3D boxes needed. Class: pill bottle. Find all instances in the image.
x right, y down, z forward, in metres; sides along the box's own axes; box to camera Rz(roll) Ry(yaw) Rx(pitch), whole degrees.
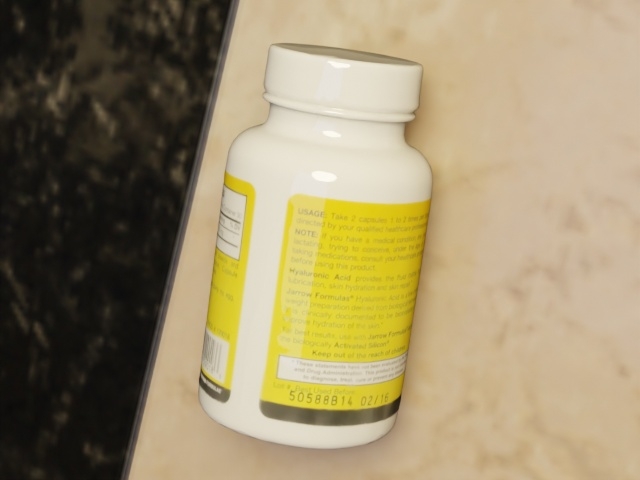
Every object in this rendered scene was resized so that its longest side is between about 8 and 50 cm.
[{"bbox_3d":[0.000,0.000,0.438,0.065,0.065,0.116,13,103,21],"label":"pill bottle"}]
